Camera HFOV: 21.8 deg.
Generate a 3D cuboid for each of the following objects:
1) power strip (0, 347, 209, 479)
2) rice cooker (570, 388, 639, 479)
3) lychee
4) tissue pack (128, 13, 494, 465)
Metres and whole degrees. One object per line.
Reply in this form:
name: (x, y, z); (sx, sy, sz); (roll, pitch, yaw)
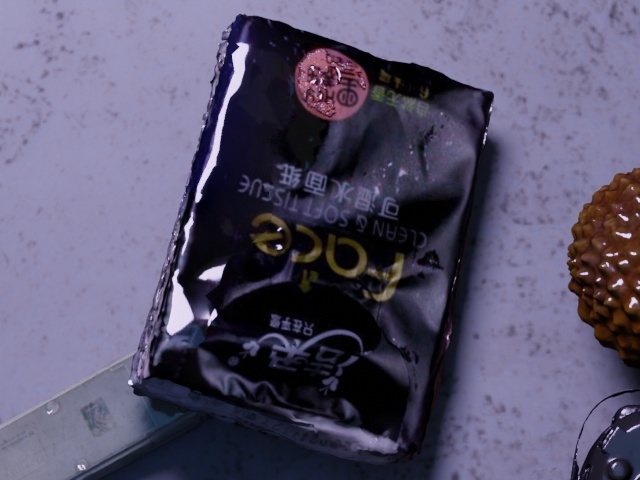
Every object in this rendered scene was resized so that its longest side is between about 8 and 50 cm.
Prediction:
power strip: (-0.216, 0.172, 1.380); (0.272, 0.052, 0.078); (-29, 73, -2)
rice cooker: (0.261, 0.213, 1.278); (0.142, 0.118, 0.203); (0, 76, 8)
lychee: (0.305, 0.029, 1.291); (0.238, 0.200, 0.200); (37, 80, 34)
tissue pack: (0.000, 0.000, 1.349); (0.245, 0.123, 0.332); (17, 73, -10)
